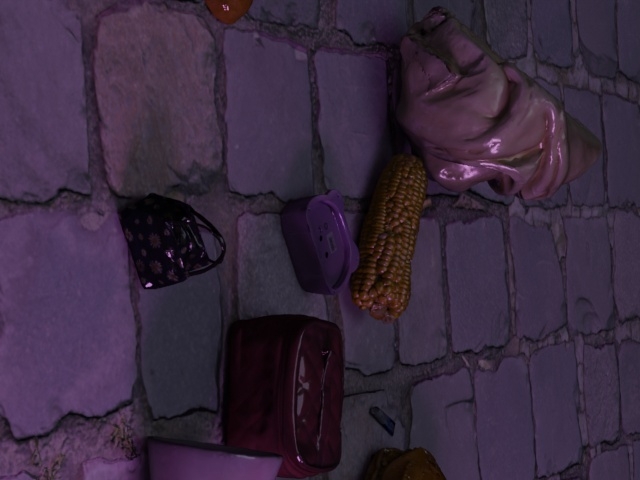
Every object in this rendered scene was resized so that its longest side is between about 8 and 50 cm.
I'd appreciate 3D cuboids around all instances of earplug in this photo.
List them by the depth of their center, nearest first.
[{"bbox_3d":[-0.152,0.403,1.668,0.172,0.172,0.301,19,77,-55],"label":"earplug"}]

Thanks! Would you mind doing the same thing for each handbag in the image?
[{"bbox_3d":[-0.173,0.002,1.682,0.072,0.139,0.115,-35,116,-44],"label":"handbag"},{"bbox_3d":[-0.044,0.213,1.862,0.146,0.135,0.225,23,66,-58],"label":"handbag"}]

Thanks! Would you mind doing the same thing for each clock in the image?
[{"bbox_3d":[0.000,0.000,2.026,0.110,0.050,0.153,-41,121,-50],"label":"clock"}]

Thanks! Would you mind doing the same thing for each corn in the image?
[{"bbox_3d":[0.116,-0.010,2.161,0.101,0.101,0.292,44,53,-46],"label":"corn"}]

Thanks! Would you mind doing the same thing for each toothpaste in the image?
[{"bbox_3d":[0.104,0.291,2.188,0.083,0.015,0.024,48,47,-51],"label":"toothpaste"}]

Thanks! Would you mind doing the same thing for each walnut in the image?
[{"bbox_3d":[-0.122,-0.364,1.878,0.091,0.052,0.121,-22,103,-52],"label":"walnut"}]

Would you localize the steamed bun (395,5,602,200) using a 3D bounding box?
[{"bbox_3d":[0.261,-0.192,2.273,0.394,0.237,0.346,38,7,-10],"label":"steamed bun"}]

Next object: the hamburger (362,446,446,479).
[{"bbox_3d":[0.133,0.437,2.139,0.213,0.108,0.214,23,64,-56],"label":"hamburger"}]
